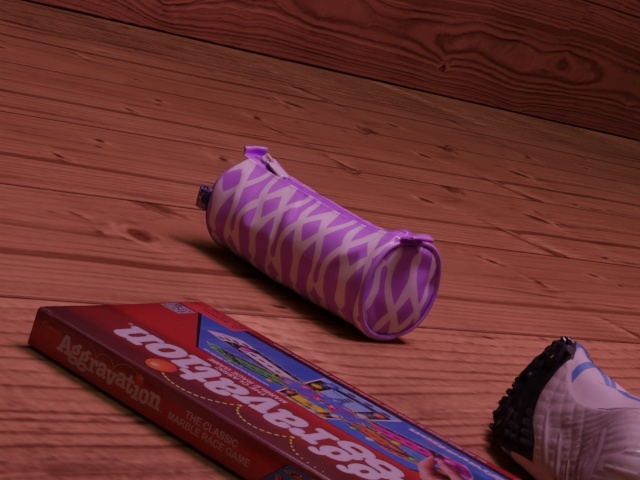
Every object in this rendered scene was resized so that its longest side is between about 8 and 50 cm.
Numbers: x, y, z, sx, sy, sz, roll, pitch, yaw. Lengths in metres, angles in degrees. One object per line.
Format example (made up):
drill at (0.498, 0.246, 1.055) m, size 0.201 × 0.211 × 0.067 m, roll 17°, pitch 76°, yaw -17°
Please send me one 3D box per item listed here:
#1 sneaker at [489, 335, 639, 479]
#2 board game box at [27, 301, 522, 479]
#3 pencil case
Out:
sneaker at (0.167, 0.123, 0.951) m, size 0.086 × 0.085 × 0.237 m, roll 40°, pitch 4°, yaw -15°
board game box at (-0.015, 0.100, 0.875) m, size 0.281 × 0.027 × 0.145 m, roll 26°, pitch 15°, yaw 32°
pencil case at (0.000, 0.000, 1.205) m, size 0.086 × 0.088 × 0.206 m, roll 8°, pitch 17°, yaw -47°
